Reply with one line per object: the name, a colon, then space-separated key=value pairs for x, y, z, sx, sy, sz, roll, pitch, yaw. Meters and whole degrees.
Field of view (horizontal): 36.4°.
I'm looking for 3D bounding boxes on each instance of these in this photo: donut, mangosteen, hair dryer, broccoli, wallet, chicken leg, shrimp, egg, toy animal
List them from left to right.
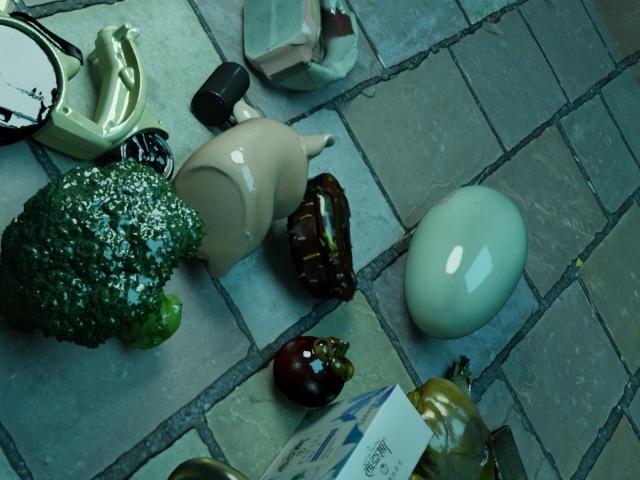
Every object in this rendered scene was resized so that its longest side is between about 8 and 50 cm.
broccoli: x=-0.289 y=0.043 z=1.321 sx=0.298 sy=0.297 sz=0.297 roll=-68 pitch=147 yaw=-42
toy animal: x=-0.118 y=-0.085 z=1.583 sx=0.195 sy=0.213 sz=0.256 roll=21 pitch=31 yaw=16
hair dryer: x=-0.121 y=-0.199 z=1.746 sx=0.248 sy=0.070 sz=0.114 roll=50 pitch=42 yaw=-22
mangosteen: x=-0.006 y=0.208 z=1.597 sx=0.140 sy=0.140 sz=0.140 roll=24 pitch=54 yaw=-38
donut: x=0.000 y=-0.001 z=1.704 sx=0.216 sy=0.095 sz=0.230 roll=17 pitch=65 yaw=-77
chicken leg: x=0.207 y=0.463 z=1.707 sx=0.295 sy=0.182 sz=0.410 roll=-39 pitch=116 yaw=-40
shrimp: x=0.279 y=0.342 z=1.908 sx=0.143 sy=0.052 sz=0.251 roll=47 pitch=47 yaw=-37
egg: x=0.285 y=0.041 z=1.924 sx=0.230 sy=0.230 sz=0.371 roll=47 pitch=46 yaw=-19
wallet: x=0.385 y=0.492 z=1.949 sx=0.122 sy=0.031 sz=0.232 roll=-10 pitch=80 yaw=-55

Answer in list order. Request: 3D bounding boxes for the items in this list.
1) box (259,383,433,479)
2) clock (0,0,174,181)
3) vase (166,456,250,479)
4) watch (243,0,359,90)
box: x=0.022 y=0.362 z=1.494 sx=0.116 sy=0.203 sz=0.274 roll=55 pitch=41 yaw=-11
clock: x=-0.381 y=-0.237 z=1.449 sx=0.379 sy=0.120 sz=0.277 roll=20 pitch=61 yaw=-39
vase: x=-0.099 y=0.432 z=1.251 sx=0.240 sy=0.302 sz=0.329 roll=-25 pitch=88 yaw=-49
watch: x=-0.023 y=-0.401 z=1.910 sx=0.241 sy=0.161 sz=0.254 roll=30 pitch=52 yaw=-50
